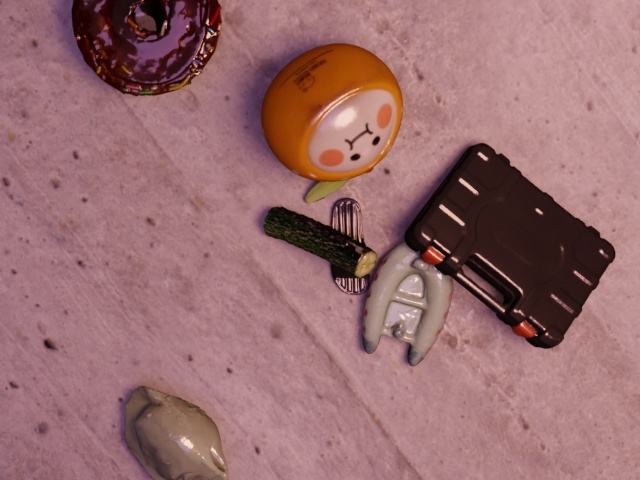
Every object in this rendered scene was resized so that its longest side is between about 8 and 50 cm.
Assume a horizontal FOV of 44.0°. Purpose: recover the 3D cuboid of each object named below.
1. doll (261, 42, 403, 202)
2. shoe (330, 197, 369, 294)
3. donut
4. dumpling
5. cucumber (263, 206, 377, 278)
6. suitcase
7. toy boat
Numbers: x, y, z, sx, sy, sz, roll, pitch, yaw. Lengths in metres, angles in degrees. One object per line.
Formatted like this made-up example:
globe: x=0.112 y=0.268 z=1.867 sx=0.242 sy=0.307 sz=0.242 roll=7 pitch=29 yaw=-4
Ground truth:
doll: x=0.027 y=-0.172 z=1.190 sx=0.213 sy=0.213 sz=0.236 roll=-26 pitch=139 yaw=5
shoe: x=0.045 y=0.012 z=1.264 sx=0.062 sy=0.053 sz=0.159 roll=-4 pitch=94 yaw=-1
donut: x=-0.259 y=-0.336 z=1.215 sx=0.235 sy=0.089 sz=0.235 roll=0 pitch=96 yaw=3
dumpling: x=-0.231 y=0.327 z=1.298 sx=0.108 sy=0.152 sz=0.219 roll=-32 pitch=77 yaw=-37
cucumber: x=0.000 y=-0.001 z=1.231 sx=0.187 sy=0.058 sz=0.058 roll=25 pitch=98 yaw=26
suitcase: x=0.292 y=0.007 z=1.213 sx=0.285 sy=0.066 sz=0.206 roll=39 pitch=74 yaw=-2
toy boat: x=0.140 y=0.097 z=1.258 sx=0.134 sy=0.079 sz=0.207 roll=19 pitch=99 yaw=3
